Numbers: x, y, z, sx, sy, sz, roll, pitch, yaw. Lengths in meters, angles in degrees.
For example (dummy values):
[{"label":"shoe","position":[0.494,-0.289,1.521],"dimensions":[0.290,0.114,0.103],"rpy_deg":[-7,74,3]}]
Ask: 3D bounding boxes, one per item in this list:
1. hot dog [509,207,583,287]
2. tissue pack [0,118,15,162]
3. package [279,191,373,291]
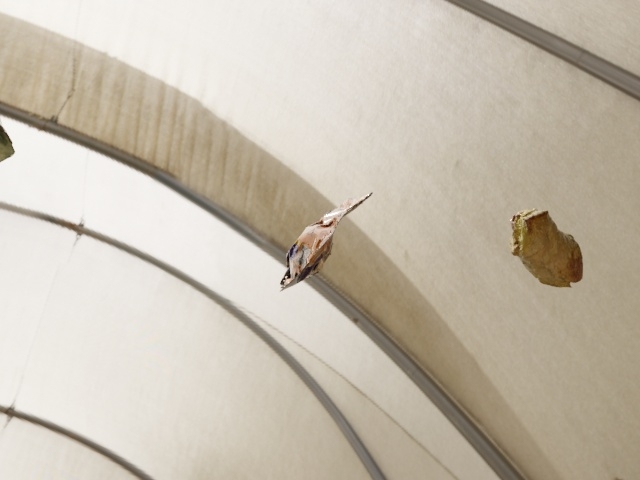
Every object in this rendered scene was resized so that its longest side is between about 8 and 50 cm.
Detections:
[{"label":"hot dog","position":[0.296,0.007,0.793],"dimensions":[0.169,0.078,0.061],"rpy_deg":[40,-16,-34]},{"label":"tissue pack","position":[-0.418,-0.157,0.487],"dimensions":[0.227,0.311,0.128],"rpy_deg":[-28,-27,-7]},{"label":"package","position":[-0.001,-0.001,0.505],"dimensions":[0.033,0.077,0.111],"rpy_deg":[36,-94,7]}]
